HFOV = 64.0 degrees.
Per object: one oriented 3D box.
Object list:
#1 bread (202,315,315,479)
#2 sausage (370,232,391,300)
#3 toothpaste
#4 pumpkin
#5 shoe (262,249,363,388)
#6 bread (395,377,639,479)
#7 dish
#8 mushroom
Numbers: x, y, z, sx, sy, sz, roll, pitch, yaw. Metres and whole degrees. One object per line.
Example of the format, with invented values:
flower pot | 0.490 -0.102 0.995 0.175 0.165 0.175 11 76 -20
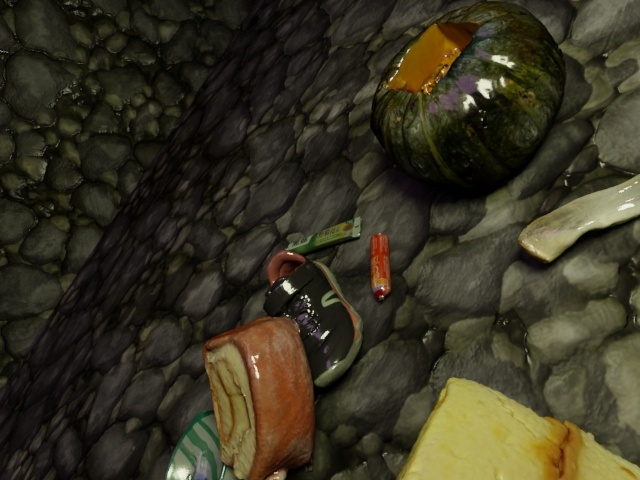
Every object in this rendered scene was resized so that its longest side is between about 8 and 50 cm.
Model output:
bread | -0.087 0.233 0.754 0.190 0.123 0.244 -32 69 47
sausage | 0.101 0.047 0.861 0.034 0.034 0.129 -28 41 33
toothpaste | 0.000 0.000 1.030 0.204 0.031 0.049 -20 46 36
pumpkin | 0.227 -0.232 0.817 0.321 0.192 0.320 -30 39 28
shoe | -0.023 0.110 0.861 0.114 0.137 0.291 -44 35 14
bread | 0.185 0.251 0.448 0.178 0.240 0.135 -40 -26 -52
dish | -0.190 0.400 0.847 0.246 0.078 0.224 -50 29 10
mushroom | 0.346 -0.033 0.629 0.202 0.054 0.059 -31 45 22
